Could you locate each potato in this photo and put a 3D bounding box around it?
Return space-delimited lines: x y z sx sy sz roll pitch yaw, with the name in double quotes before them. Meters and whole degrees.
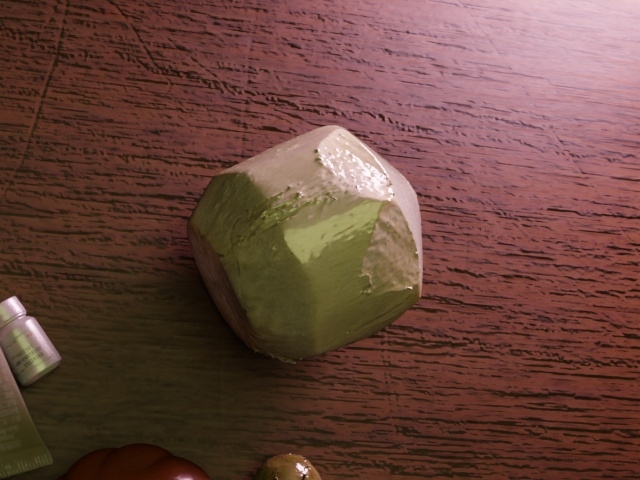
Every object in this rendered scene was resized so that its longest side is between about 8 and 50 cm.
"potato" -0.034 0.300 1.570 0.092 0.070 0.137 -3 78 -16

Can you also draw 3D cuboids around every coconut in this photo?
"coconut" 0.000 0.000 1.564 0.247 0.245 0.245 -26 86 -15

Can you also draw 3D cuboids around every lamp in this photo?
"lamp" -0.190 0.315 1.453 0.223 0.196 0.223 -3 83 21

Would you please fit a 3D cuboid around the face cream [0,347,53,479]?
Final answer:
"face cream" -0.390 0.088 1.483 0.137 0.084 0.341 -12 72 -38

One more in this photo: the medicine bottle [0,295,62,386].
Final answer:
"medicine bottle" -0.318 0.108 1.540 0.052 0.052 0.089 -34 88 -21
